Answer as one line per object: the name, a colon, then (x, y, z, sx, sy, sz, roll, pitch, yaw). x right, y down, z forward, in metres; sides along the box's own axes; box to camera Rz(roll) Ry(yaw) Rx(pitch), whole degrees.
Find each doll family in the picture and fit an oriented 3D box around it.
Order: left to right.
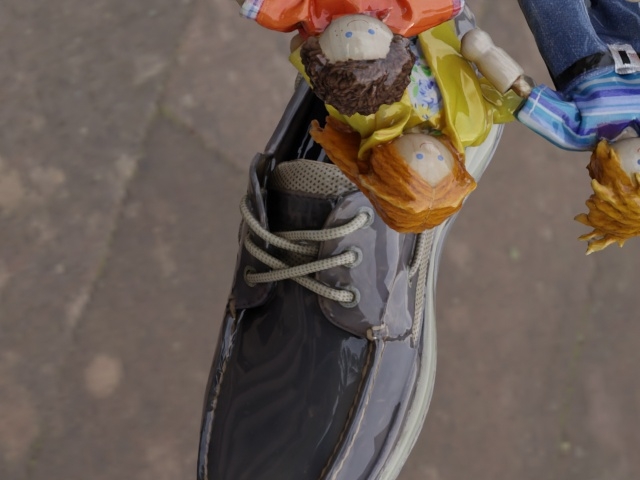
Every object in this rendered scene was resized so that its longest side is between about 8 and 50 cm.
doll family: (0.084, -0.075, 0.777, 0.263, 0.118, 0.163, -3, 58, -13)

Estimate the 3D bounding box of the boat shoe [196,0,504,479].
boat shoe: (0.000, 0.000, 1.078, 0.130, 0.132, 0.355, 56, 44, -53)
